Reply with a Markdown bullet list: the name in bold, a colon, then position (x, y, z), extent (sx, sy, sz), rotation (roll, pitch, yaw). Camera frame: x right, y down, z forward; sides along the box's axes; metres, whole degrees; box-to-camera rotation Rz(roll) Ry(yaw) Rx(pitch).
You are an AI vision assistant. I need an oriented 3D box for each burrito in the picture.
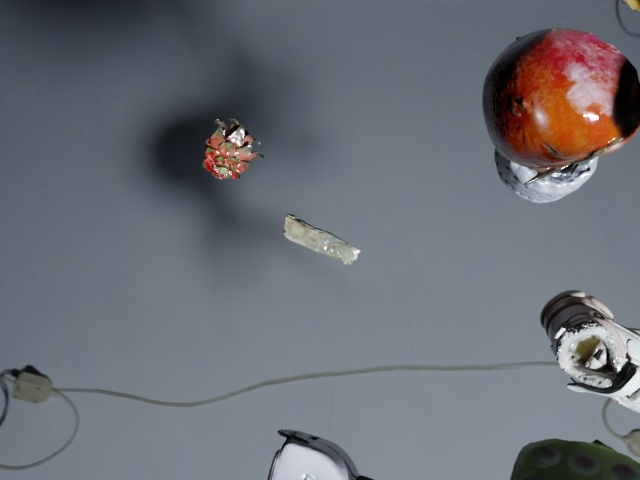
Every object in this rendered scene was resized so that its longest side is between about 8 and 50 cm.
- **burrito**: position (-0.001, 0.001, 1.143), extent (0.171, 0.051, 0.042), rotation (23, 32, 11)

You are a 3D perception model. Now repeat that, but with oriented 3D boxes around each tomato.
- **tomato**: position (0.422, -0.264, 1.054), extent (0.309, 0.170, 0.309), rotation (8, 104, 35)

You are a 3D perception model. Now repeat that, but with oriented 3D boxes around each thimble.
- **thimble**: position (0.541, -0.220, 1.371), extent (0.217, 0.157, 0.246), rotation (-17, 84, 2)

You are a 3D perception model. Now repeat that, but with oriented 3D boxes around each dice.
- **dice**: position (0.481, 0.544, 1.054), extent (0.251, 0.250, 0.254), rotation (4, 24, 27)

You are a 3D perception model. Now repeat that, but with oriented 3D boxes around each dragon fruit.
- **dragon fruit**: position (-0.221, -0.216, 1.374), extent (0.142, 0.130, 0.121), rotation (-43, 62, 2)

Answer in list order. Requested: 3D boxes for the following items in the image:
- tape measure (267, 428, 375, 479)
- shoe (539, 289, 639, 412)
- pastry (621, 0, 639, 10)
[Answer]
- **tape measure**: position (0.022, 0.343, 0.598), extent (0.197, 0.120, 0.236), rotation (11, 80, 16)
- **shoe**: position (0.625, 0.271, 1.205), extent (0.351, 0.198, 0.172), rotation (34, 115, 11)
- **pastry**: position (0.275, -0.265, 0.338), extent (0.255, 0.311, 0.162), rotation (-37, 40, -13)
